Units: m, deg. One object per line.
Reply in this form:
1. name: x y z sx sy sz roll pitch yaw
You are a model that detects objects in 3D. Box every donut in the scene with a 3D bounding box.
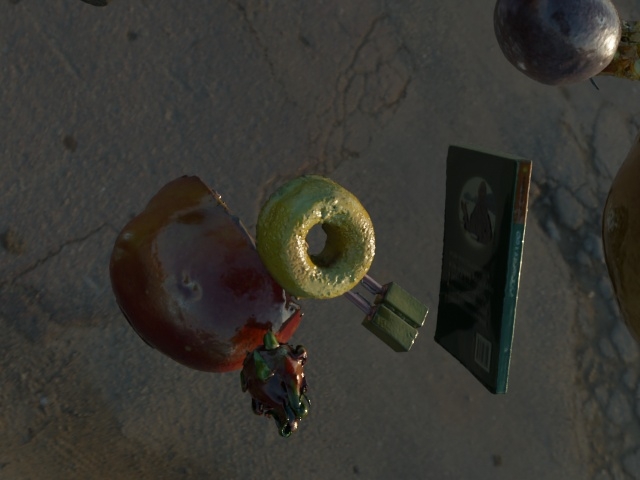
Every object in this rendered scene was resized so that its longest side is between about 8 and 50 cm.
1. donut: 0.000 0.000 1.089 0.178 0.065 0.162 42 79 -36

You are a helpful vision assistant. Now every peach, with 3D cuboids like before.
1. peach: -0.239 0.083 1.630 0.310 0.335 0.406 -40 79 -4

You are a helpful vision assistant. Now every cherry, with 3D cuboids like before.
1. cherry: 0.390 -0.361 1.369 0.183 0.213 0.266 -55 148 2

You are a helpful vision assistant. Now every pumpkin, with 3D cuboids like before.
1. pumpkin: 0.557 -0.413 1.663 0.190 0.280 0.139 13 94 -43

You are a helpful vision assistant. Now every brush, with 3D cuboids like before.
1. brush: 0.097 0.112 1.586 0.233 0.047 0.103 38 62 -17

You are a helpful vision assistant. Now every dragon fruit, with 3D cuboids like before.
1. dragon fruit: -0.068 0.262 1.468 0.175 0.138 0.142 62 7 29

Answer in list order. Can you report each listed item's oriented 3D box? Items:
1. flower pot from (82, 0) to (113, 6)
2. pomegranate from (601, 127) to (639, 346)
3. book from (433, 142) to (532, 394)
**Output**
1. flower pot: -0.379 -0.497 1.345 0.269 0.269 0.166 35 82 -19
2. pomegranate: 0.440 0.001 0.663 0.416 0.416 0.417 13 65 -31
3. book: 0.264 0.034 1.360 0.043 0.260 0.371 0 103 -14
